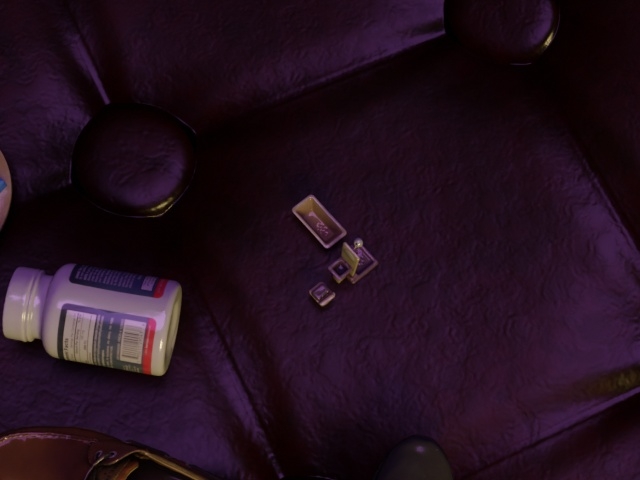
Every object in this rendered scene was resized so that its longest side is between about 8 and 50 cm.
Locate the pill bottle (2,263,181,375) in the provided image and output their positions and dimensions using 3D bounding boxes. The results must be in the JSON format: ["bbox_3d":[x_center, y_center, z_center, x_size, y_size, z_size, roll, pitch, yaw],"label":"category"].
[{"bbox_3d":[-0.250,0.082,1.513,0.180,0.108,0.108,10,69,1],"label":"pill bottle"}]

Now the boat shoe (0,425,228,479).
[{"bbox_3d":[-0.214,0.253,1.452,0.307,0.104,0.110,12,69,1],"label":"boat shoe"}]

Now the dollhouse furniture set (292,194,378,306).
[{"bbox_3d":[0.000,0.000,1.571,0.091,0.081,0.114,-38,76,-16],"label":"dollhouse furniture set"}]

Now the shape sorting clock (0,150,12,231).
[{"bbox_3d":[-0.458,-0.049,1.585,0.206,0.040,0.206,0,72,0],"label":"shape sorting clock"}]

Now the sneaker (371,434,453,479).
[{"bbox_3d":[0.085,0.337,1.425,0.109,0.130,0.286,11,68,3],"label":"sneaker"}]
